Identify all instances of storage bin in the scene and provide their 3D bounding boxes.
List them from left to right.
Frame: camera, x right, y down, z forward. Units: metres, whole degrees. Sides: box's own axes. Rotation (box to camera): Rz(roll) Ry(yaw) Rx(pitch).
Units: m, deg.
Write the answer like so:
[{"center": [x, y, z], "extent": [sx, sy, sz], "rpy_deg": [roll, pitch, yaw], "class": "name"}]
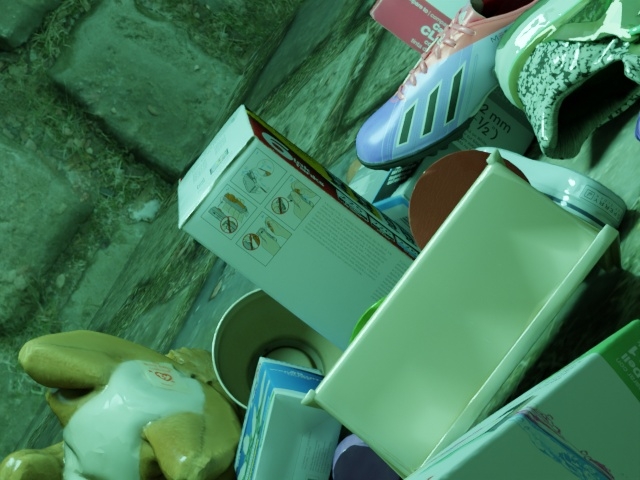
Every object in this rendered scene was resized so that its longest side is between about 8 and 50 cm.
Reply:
[{"center": [0.130, 0.080, 1.509], "extent": [0.262, 0.123, 0.260], "rpy_deg": [-53, -14, 0], "class": "storage bin"}]

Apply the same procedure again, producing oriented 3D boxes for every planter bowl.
[{"center": [-0.044, 0.146, 2.094], "extent": [0.162, 0.162, 0.109], "rpy_deg": [-57, -13, -17], "class": "planter bowl"}]

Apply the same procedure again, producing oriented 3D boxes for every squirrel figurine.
[{"center": [-0.245, 0.319, 2.179], "extent": [0.370, 0.281, 0.397], "rpy_deg": [-65, -17, 17], "class": "squirrel figurine"}]

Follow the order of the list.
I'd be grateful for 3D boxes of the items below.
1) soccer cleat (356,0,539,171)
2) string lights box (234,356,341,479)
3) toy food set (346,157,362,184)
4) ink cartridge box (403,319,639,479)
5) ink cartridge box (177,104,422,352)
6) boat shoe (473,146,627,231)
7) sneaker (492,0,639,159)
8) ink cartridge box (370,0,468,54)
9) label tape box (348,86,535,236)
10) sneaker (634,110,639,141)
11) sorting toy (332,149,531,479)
[{"center": [0.157, -0.201, 1.966], "extent": [0.318, 0.116, 0.108], "rpy_deg": [-35, 38, 7], "class": "soccer cleat"}, {"center": [-0.036, 0.211, 1.873], "extent": [0.260, 0.077, 0.133], "rpy_deg": [-146, 69, -83], "class": "string lights box"}, {"center": [0.084, -0.090, 2.418], "extent": [0.218, 0.071, 0.128], "rpy_deg": [-43, 16, 37], "class": "toy food set"}, {"center": [0.120, 0.191, 1.202], "extent": [0.278, 0.117, 0.201], "rpy_deg": [-29, -8, -47], "class": "ink cartridge box"}, {"center": [0.000, 0.000, 1.929], "extent": [0.130, 0.309, 0.272], "rpy_deg": [-51, 13, 7], "class": "ink cartridge box"}, {"center": [0.198, -0.027, 1.773], "extent": [0.094, 0.109, 0.302], "rpy_deg": [-56, 16, -5], "class": "boat shoe"}, {"center": [0.346, -0.225, 1.788], "extent": [0.410, 0.158, 0.182], "rpy_deg": [-48, 31, 34], "class": "sneaker"}, {"center": [0.217, -0.393, 2.209], "extent": [0.306, 0.131, 0.226], "rpy_deg": [-50, 2, 36], "class": "ink cartridge box"}, {"center": [0.170, -0.139, 2.154], "extent": [0.347, 0.115, 0.249], "rpy_deg": [-59, 14, -18], "class": "label tape box"}, {"center": [0.333, -0.105, 1.642], "extent": [0.170, 0.068, 0.071], "rpy_deg": [-103, 36, -85], "class": "sneaker"}, {"center": [0.099, 0.075, 1.738], "extent": [0.126, 0.127, 0.365], "rpy_deg": [-90, 21, -77], "class": "sorting toy"}]
